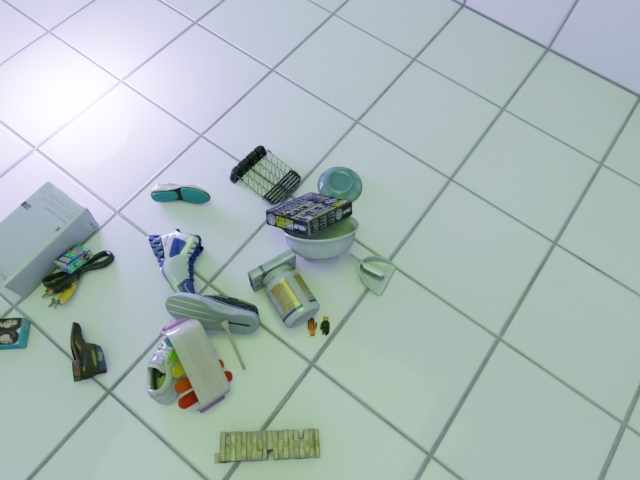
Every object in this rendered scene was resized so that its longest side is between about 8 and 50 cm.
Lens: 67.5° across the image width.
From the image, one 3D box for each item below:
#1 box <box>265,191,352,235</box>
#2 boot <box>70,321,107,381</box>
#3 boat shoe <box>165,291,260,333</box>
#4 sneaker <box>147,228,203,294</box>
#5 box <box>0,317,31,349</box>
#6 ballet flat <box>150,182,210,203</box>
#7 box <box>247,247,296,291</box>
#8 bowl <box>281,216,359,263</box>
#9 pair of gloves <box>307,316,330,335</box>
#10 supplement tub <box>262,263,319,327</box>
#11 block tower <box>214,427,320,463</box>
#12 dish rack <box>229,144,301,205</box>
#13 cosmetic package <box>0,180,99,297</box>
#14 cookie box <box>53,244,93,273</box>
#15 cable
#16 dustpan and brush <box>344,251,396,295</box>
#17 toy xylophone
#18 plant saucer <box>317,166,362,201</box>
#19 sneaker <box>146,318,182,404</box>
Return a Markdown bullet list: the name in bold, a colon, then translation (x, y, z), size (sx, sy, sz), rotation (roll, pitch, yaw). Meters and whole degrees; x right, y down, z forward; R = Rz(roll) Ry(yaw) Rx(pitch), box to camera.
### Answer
- **box**: translation (-0.041, -0.107, 1.837), size (0.216, 0.060, 0.270), rotation (16, 30, 35)
- **boot**: translation (-0.818, 0.384, 1.685), size (0.106, 0.082, 0.219), rotation (-4, 58, -29)
- **boat shoe**: translation (-0.383, 0.252, 1.720), size (0.335, 0.121, 0.119), rotation (18, 19, -13)
- **sneaker**: translation (-0.513, 0.070, 1.805), size (0.182, 0.127, 0.316), rotation (-28, 67, -12)
- **box**: translation (-1.165, 0.332, 1.685), size (0.244, 0.060, 0.101), rotation (-3, 65, -4)
- **ballet flat**: translation (-0.569, -0.203, 1.963), size (0.248, 0.086, 0.086), rotation (3, 65, -1)
- **box**: translation (-0.179, 0.112, 1.791), size (0.186, 0.145, 0.038), rotation (-28, 70, -14)
- **bowl**: translation (0.000, 0.000, 1.828), size (0.297, 0.134, 0.298), rotation (-1, 23, 1)
- **pair of gloves**: translation (-0.006, 0.318, 1.777), size (0.083, 0.010, 0.074), rotation (0, 63, -6)
- **supplement tub**: translation (-0.110, 0.202, 1.752), size (0.144, 0.144, 0.200), rotation (-29, 69, -15)
- **block tower**: translation (-0.171, 0.667, 1.560), size (0.335, 0.091, 0.097), rotation (-2, 64, -5)
- **dish rack**: translation (-0.225, -0.266, 2.011), size (0.271, 0.074, 0.208), rotation (38, 70, 12)
- **cosmetic package**: translation (-1.066, -0.005, 1.797), size (0.217, 0.156, 0.385), rotation (32, 66, 10)
- **cookie box**: translation (-0.928, 0.069, 1.801), size (0.091, 0.040, 0.107), rotation (14, 46, 31)
- **cable**: translation (-0.920, 0.133, 1.811), size (0.139, 0.072, 0.287), rotation (27, 53, 28)
- **dustpan and brush**: translation (0.177, 0.102, 1.860), size (0.211, 0.060, 0.147), rotation (28, 67, 10)
- **toy xylophone**: translation (-0.390, 0.404, 1.612), size (0.236, 0.081, 0.323), rotation (-16, 87, -38)
- **plant saucer**: translation (0.084, -0.242, 2.032), size (0.194, 0.037, 0.195), rotation (1, 65, -3)
- **sneaker**: translation (-0.511, 0.394, 1.635), size (0.114, 0.152, 0.305), rotation (1, 63, 10)
